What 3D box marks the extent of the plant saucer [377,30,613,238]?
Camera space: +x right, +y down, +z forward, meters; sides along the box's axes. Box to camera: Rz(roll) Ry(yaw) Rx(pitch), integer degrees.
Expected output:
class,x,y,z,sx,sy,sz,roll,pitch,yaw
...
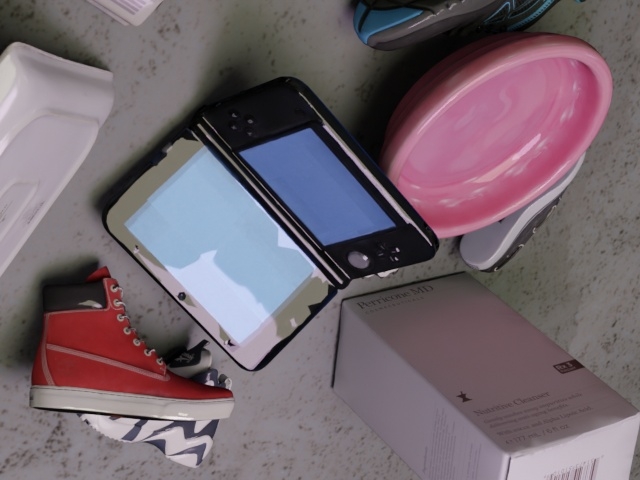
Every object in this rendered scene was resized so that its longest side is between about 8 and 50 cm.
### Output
class,x,y,z,sx,sy,sz,roll,pitch,yaw
plant saucer,0.206,-0.142,2.031,0.332,0.084,0.332,-23,147,-16

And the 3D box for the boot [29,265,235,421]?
class,x,y,z,sx,sy,sz,roll,pitch,yaw
boot,-0.212,0.123,1.913,0.244,0.088,0.176,9,78,-18

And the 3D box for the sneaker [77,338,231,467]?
class,x,y,z,sx,sy,sz,roll,pitch,yaw
sneaker,-0.204,0.177,2.006,0.235,0.094,0.153,29,91,-33

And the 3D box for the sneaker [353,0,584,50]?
class,x,y,z,sx,sy,sz,roll,pitch,yaw
sneaker,0.199,-0.291,1.961,0.341,0.125,0.139,-26,133,-16

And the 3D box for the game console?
class,x,y,z,sx,sy,sz,roll,pitch,yaw
game console,-0.055,-0.010,1.881,0.293,0.250,0.173,47,51,-25

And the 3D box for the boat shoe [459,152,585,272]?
class,x,y,z,sx,sy,sz,roll,pitch,yaw
boat shoe,0.282,-0.047,2.200,0.228,0.080,0.076,-53,149,2

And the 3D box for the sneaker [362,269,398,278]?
class,x,y,z,sx,sy,sz,roll,pitch,yaw
sneaker,0.000,0.000,2.043,0.234,0.078,0.106,-7,114,-31

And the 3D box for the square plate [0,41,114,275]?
class,x,y,z,sx,sy,sz,roll,pitch,yaw
square plate,-0.344,-0.037,1.666,0.347,0.049,0.344,-53,173,6

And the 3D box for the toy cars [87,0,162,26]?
class,x,y,z,sx,sy,sz,roll,pitch,yaw
toy cars,-0.082,-0.349,1.763,0.394,0.087,0.176,-23,127,-20

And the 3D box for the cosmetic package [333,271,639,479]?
class,x,y,z,sx,sy,sz,roll,pitch,yaw
cosmetic package,0.204,0.208,2.094,0.217,0.385,0.156,-13,125,-30
